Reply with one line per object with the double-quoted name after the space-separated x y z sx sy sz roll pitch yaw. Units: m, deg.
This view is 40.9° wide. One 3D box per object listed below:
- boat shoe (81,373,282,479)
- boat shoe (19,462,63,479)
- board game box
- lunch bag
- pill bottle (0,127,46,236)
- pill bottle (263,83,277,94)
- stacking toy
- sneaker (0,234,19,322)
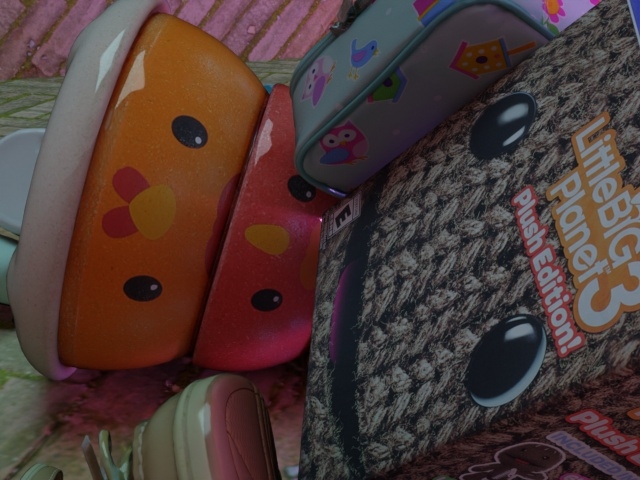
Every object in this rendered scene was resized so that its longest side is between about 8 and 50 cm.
-0.061 0.144 0.422 0.089 0.285 0.105 -8 62 -4 "boat shoe"
-0.177 0.194 0.535 0.045 0.050 0.135 2 30 -2 "boat shoe"
0.136 0.031 0.495 0.141 0.291 0.232 30 43 -27 "board game box"
0.120 -0.092 0.633 0.279 0.224 0.108 22 50 -32 "lunch bag"
-0.298 -0.047 0.978 0.117 0.118 0.208 -1 -8 -2 "pill bottle"
-0.070 -0.176 1.413 0.146 0.146 0.264 -6 21 -15 "pill bottle"
0.000 0.000 0.784 0.479 0.351 0.351 14 19 -5 "stacking toy"
-0.379 0.032 0.956 0.151 0.094 0.256 18 -4 -24 "sneaker"
